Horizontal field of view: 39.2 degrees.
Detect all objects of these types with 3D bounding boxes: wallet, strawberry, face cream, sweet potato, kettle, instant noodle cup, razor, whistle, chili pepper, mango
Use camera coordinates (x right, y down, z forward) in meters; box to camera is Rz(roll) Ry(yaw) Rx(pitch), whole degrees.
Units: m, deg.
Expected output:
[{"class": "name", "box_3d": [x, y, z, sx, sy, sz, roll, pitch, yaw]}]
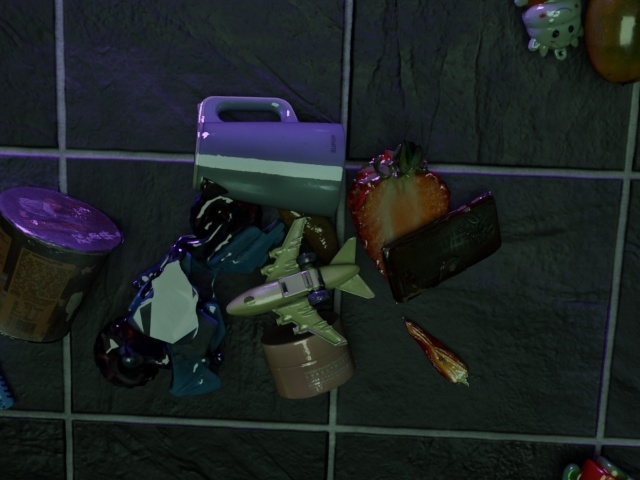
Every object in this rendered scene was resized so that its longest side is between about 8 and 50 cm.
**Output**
[{"class": "wallet", "box_3d": [0.213, 0.015, 1.533, 0.232, 0.031, 0.122, -28, 121, -19]}, {"class": "strawberry", "box_3d": [0.126, -0.047, 1.539, 0.188, 0.106, 0.286, -18, 118, -21]}, {"class": "face cream", "box_3d": [-0.021, 0.200, 1.583, 0.149, 0.149, 0.104, -17, 102, 5]}, {"class": "sweet potato", "box_3d": [0.003, -0.006, 1.585, 0.068, 0.068, 0.226, -42, 100, 9]}, {"class": "kettle", "box_3d": [-0.090, -0.154, 1.503, 0.243, 0.160, 0.210, 7, 65, -9]}, {"class": "instant noodle cup", "box_3d": [-0.478, 0.046, 1.545, 0.217, 0.217, 0.207, 26, 108, -4]}, {"class": "razor", "box_3d": [-0.628, 0.197, 1.659, 0.082, 0.042, 0.253, -8, 106, 47]}, {"class": "whistle", "box_3d": [0.370, -0.419, 1.470, 0.101, 0.106, 0.253, -22, 103, -35]}, {"class": "chili pepper", "box_3d": [0.208, 0.203, 1.639, 0.178, 0.027, 0.045, 43, 96, -7]}, {"class": "mango", "box_3d": [0.510, -0.395, 1.448, 0.146, 0.129, 0.289, 18, 95, -40]}]

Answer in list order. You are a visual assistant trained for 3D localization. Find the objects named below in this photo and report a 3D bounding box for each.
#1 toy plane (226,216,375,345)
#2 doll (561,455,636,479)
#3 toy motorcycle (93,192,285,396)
[{"class": "toy plane", "box_3d": [-0.040, 0.078, 1.503, 0.244, 0.092, 0.229, -16, 76, -9]}, {"class": "doll", "box_3d": [0.447, 0.565, 1.639, 0.182, 0.160, 0.363, 36, 101, -7]}, {"class": "toy motorcycle", "box_3d": [-0.208, 0.106, 1.578, 0.232, 0.172, 0.416, 35, 88, -15]}]
